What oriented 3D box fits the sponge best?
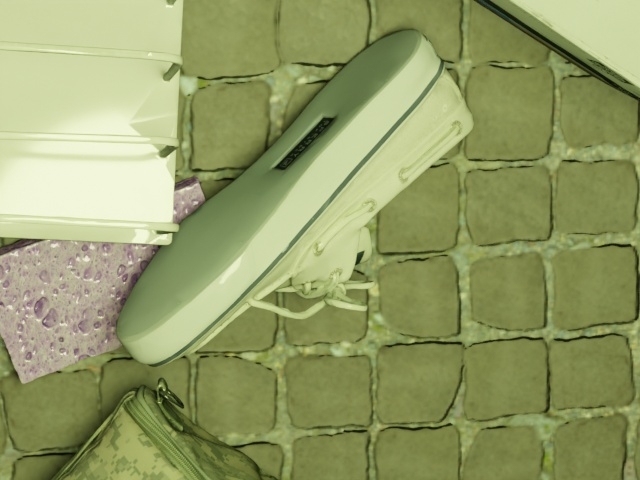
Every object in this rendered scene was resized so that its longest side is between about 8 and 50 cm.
[{"bbox_3d":[-0.182,0.034,1.608,0.210,0.031,0.117,-20,107,-4],"label":"sponge"}]

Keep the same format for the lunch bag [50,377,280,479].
[{"bbox_3d":[-0.156,0.305,1.602,0.256,0.212,0.305,42,94,-1],"label":"lunch bag"}]

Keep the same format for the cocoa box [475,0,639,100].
[{"bbox_3d":[0.204,-0.272,1.434,0.347,0.228,0.231,29,96,-25],"label":"cocoa box"}]

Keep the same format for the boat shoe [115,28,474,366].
[{"bbox_3d":[-0.003,-0.002,1.571,0.367,0.136,0.156,-47,116,-15],"label":"boat shoe"}]

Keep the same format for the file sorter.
[{"bbox_3d":[-0.199,-0.139,1.453,0.192,0.173,0.278,3,90,-10],"label":"file sorter"}]
